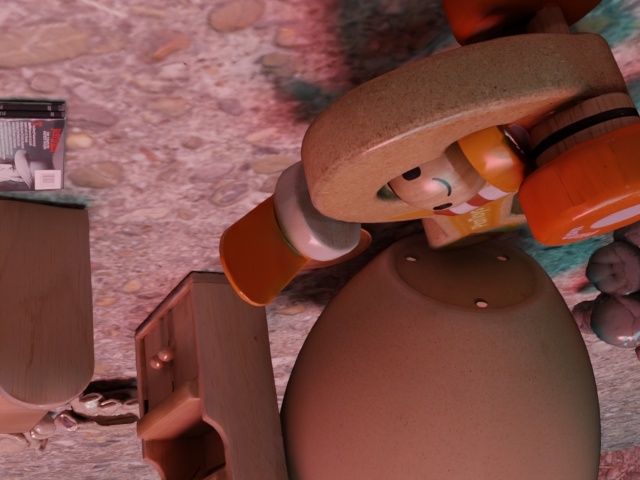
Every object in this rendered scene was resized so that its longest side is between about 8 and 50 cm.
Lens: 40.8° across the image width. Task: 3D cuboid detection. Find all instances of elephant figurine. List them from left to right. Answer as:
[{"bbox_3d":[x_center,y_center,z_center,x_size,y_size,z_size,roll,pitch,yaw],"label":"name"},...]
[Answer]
[{"bbox_3d":[0.343,0.047,0.822,0.169,0.186,0.239,-61,155,5],"label":"elephant figurine"}]

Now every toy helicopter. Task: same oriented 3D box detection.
[{"bbox_3d":[0.075,-0.030,0.541,0.234,0.140,0.355,-21,167,9],"label":"toy helicopter"}]

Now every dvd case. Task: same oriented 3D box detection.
[{"bbox_3d":[-0.212,-0.054,0.506,0.119,0.013,0.087,-1,155,-17],"label":"dvd case"}]

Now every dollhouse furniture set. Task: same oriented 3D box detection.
[{"bbox_3d":[-0.240,0.165,0.682,0.394,0.257,0.362,5,152,-31],"label":"dollhouse furniture set"}]

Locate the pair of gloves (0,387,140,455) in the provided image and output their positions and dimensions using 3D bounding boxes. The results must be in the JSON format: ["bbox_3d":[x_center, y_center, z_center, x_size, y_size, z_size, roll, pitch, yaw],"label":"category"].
[{"bbox_3d":[-0.324,0.224,1.046,0.240,0.042,0.204,-5,156,-10],"label":"pair of gloves"}]

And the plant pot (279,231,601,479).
[{"bbox_3d":[0.110,0.104,0.730,0.284,0.284,0.191,-3,120,-15],"label":"plant pot"}]

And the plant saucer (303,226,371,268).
[{"bbox_3d":[0.000,0.000,0.707,0.083,0.015,0.083,-8,157,-4],"label":"plant saucer"}]
